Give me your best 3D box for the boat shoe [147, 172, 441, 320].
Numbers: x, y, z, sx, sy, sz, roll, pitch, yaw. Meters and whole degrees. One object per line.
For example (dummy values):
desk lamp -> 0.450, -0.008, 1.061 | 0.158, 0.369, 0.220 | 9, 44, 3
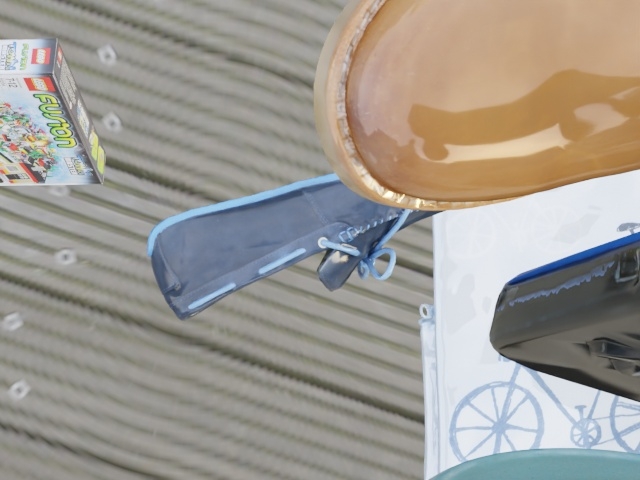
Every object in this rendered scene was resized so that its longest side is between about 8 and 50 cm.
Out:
boat shoe -> 0.000, 0.000, 1.463 | 0.258, 0.109, 0.089 | -15, 84, 4

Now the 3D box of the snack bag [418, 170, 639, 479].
snack bag -> 0.245, 0.067, 1.747 | 0.323, 0.037, 0.342 | -5, 101, -10

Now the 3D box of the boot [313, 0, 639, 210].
boot -> 0.161, -0.054, 0.575 | 0.283, 0.220, 0.109 | -10, 107, -24

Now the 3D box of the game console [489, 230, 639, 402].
game console -> 0.187, 0.111, 0.402 | 0.293, 0.250, 0.173 | 18, 78, -11

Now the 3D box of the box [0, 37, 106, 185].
box -> -0.269, -0.112, 1.708 | 0.114, 0.207, 0.036 | -1, 64, 7

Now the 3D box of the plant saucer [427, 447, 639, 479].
plant saucer -> 0.198, 0.206, 1.323 | 0.317, 0.317, 0.044 | 2, 104, -4
